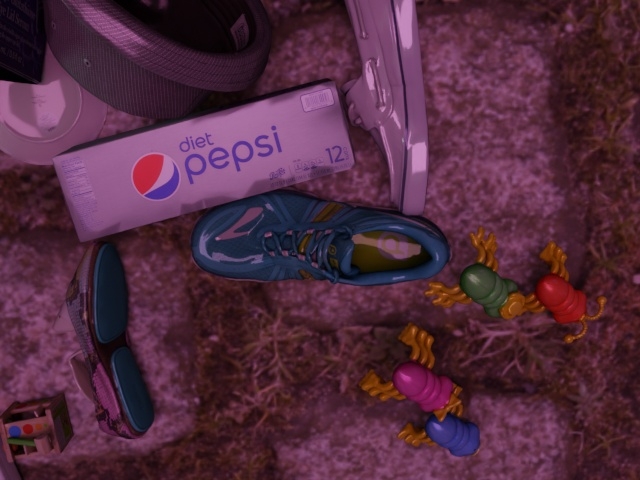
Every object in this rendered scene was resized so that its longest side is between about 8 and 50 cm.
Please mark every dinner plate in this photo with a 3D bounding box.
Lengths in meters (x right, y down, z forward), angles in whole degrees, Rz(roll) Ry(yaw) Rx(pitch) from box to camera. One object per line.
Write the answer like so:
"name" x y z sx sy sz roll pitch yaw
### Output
"dinner plate" -0.297 -0.150 0.823 0.141 0.017 0.141 0 100 -2

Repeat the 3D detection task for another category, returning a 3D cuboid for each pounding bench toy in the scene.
"pounding bench toy" -0.315 0.209 0.841 0.065 0.083 0.052 -10 99 -1

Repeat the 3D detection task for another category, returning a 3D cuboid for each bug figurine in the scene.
"bug figurine" 0.169 0.118 0.816 0.216 0.072 0.279 30 100 -41

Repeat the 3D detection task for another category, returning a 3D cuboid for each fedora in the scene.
"fedora" -0.179 -0.219 0.740 0.275 0.244 0.124 46 126 3

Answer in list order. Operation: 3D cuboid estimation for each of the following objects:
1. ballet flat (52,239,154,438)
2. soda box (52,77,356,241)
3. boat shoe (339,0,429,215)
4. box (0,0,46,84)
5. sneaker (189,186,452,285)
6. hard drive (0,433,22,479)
"ballet flat" -0.241 0.112 0.841 0.079 0.077 0.221 -8 100 19
"soda box" -0.113 -0.086 0.795 0.286 0.098 0.091 -15 104 1
"boat shoe" 0.063 -0.152 0.804 0.084 0.095 0.258 -6 88 3
"box" -0.324 -0.264 0.726 0.108 0.153 0.207 8 93 -2
"sneaker" 0.000 0.000 0.808 0.275 0.110 0.107 1 99 -1
"hard drive" -0.443 0.327 0.874 0.233 0.047 0.353 -20 99 1
